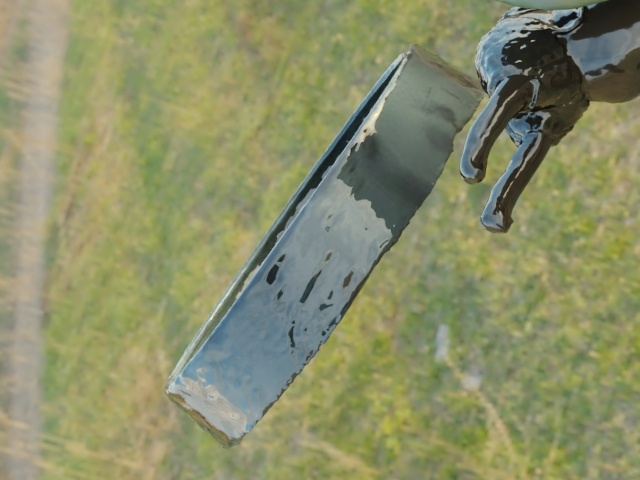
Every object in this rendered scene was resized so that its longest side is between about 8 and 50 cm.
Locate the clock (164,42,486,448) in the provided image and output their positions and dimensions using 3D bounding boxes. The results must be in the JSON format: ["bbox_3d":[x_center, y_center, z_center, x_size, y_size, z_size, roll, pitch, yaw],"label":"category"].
[{"bbox_3d":[0.000,0.000,0.901,0.280,0.055,0.280,-55,4,5],"label":"clock"}]

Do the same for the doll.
[{"bbox_3d":[0.131,-0.088,0.632,0.139,0.057,0.165,-13,45,23],"label":"doll"}]

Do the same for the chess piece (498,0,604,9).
[{"bbox_3d":[0.090,-0.211,0.519,0.251,0.144,0.144,77,-159,-65],"label":"chess piece"}]
